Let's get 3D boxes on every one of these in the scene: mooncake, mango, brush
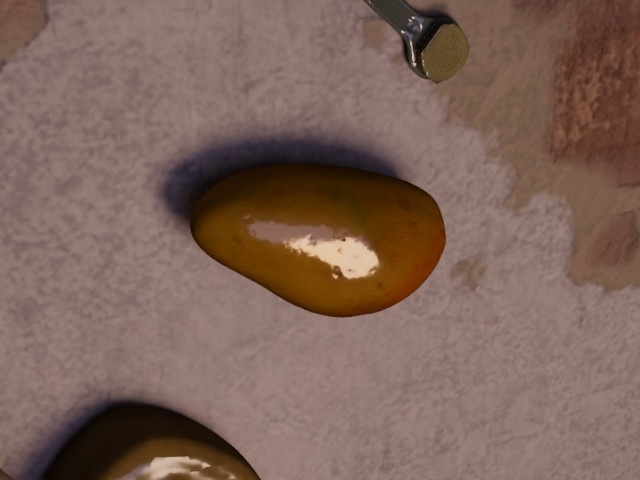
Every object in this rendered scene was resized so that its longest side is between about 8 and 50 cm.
[{"bbox_3d":[-0.155,0.268,1.216,0.235,0.117,0.234,-11,117,-22],"label":"mooncake"},{"bbox_3d":[0.000,0.000,1.185,0.253,0.113,0.138,6,107,-28],"label":"mango"},{"bbox_3d":[0.041,-0.229,1.164,0.266,0.027,0.062,35,91,-34],"label":"brush"}]

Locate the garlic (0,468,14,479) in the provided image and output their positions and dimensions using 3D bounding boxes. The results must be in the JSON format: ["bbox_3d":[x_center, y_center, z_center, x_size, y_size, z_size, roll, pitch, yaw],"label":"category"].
[{"bbox_3d":[-0.362,0.295,1.021,0.241,0.322,0.322,42,87,-15],"label":"garlic"}]
